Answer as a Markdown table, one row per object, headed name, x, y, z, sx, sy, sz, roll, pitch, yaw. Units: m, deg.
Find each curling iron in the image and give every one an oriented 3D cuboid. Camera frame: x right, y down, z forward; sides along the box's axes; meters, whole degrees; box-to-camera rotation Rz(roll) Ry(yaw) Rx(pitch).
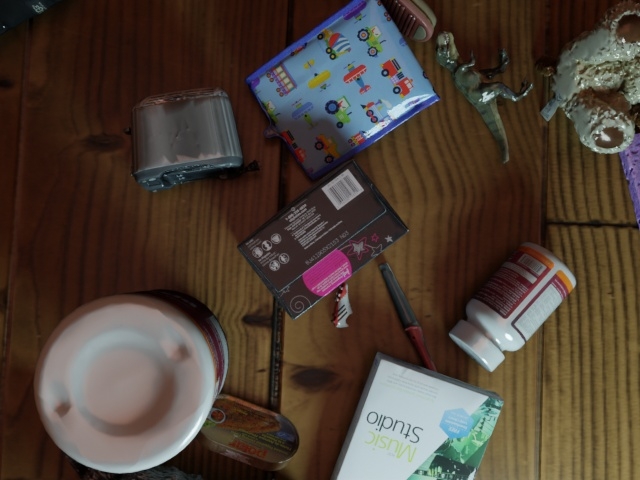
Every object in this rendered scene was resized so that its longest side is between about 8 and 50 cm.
| name | x | y | z | sx | sy | sz | roll | pitch | yaw |
| --- | --- | --- | --- | --- | --- | --- | --- | --- | --- |
| curling iron | 0.159 | 0.172 | 1.197 | 0.068 | 0.035 | 0.274 | -17 | 88 | -5 |

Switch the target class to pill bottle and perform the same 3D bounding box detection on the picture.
| name | x | y | z | sx | sy | sz | roll | pitch | yaw |
| --- | --- | --- | --- | --- | --- | --- | --- | --- | --- |
| pill bottle | -0.255 | 0.186 | 0.991 | 0.224 | 0.392 | 0.224 | 0 | 86 | -4 |
| pill bottle | 0.340 | 0.119 | 1.169 | 0.121 | 0.121 | 0.221 | 44 | 85 | 0 |

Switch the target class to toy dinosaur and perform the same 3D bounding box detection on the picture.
| name | x | y | z | sx | sy | sz | roll | pitch | yaw |
| --- | --- | --- | --- | --- | --- | --- | --- | --- | --- |
| toy dinosaur | 0.319 | -0.288 | 1.224 | 0.118 | 0.064 | 0.268 | -33 | 91 | 2 |

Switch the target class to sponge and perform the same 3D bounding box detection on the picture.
| name | x | y | z | sx | sy | sz | roll | pitch | yaw |
| --- | --- | --- | --- | --- | --- | --- | --- | --- | --- |
| sponge | 0.649 | -0.107 | 1.247 | 0.117 | 0.031 | 0.210 | -13 | 88 | -5 |

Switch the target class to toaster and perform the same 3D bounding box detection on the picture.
| name | x | y | z | sx | sy | sz | roll | pitch | yaw |
| --- | --- | --- | --- | --- | --- | --- | --- | --- | --- |
| toaster | -0.227 | -0.178 | 1.147 | 0.227 | 0.129 | 0.146 | -10 | 85 | -3 |

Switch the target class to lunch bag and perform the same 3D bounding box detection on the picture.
| name | x | y | z | sx | sy | sz | roll | pitch | yaw |
| --- | --- | --- | --- | --- | --- | --- | --- | --- | --- |
| lunch bag | 0.023 | -0.263 | 1.167 | 0.293 | 0.138 | 0.221 | -33 | 100 | 5 |

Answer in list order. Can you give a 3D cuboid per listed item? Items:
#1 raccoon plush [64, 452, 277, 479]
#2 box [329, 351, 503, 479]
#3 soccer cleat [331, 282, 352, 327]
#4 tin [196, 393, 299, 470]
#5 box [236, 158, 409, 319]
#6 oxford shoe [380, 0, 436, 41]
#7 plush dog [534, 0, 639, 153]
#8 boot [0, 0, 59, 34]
| name | x | y | z | sx | sy | sz | roll | pitch | yaw |
| --- | --- | --- | --- | --- | --- | --- | --- | --- | --- |
| raccoon plush | -0.218 | 0.396 | 1.086 | 0.299 | 0.216 | 0.446 | -34 | 89 | -13 |
| box | 0.156 | 0.386 | 1.155 | 0.232 | 0.058 | 0.322 | 19 | 95 | -3 |
| soccer cleat | 0.044 | 0.119 | 1.198 | 0.036 | 0.029 | 0.083 | 12 | 89 | -12 |
| tin | -0.130 | 0.335 | 1.137 | 0.190 | 0.106 | 0.040 | 22 | 120 | -2 |
| box | 0.000 | 0.000 | 1.144 | 0.247 | 0.142 | 0.163 | -37 | 88 | -6 |
| oxford shoe | 0.102 | -0.517 | 1.192 | 0.130 | 0.123 | 0.348 | -44 | 91 | -10 |
| plush dog | 0.547 | -0.311 | 1.201 | 0.225 | 0.210 | 0.262 | -10 | 116 | -18 |
| boot | -0.719 | -0.461 | 1.134 | 0.445 | 0.146 | 0.367 | -34 | 88 | 0 |
